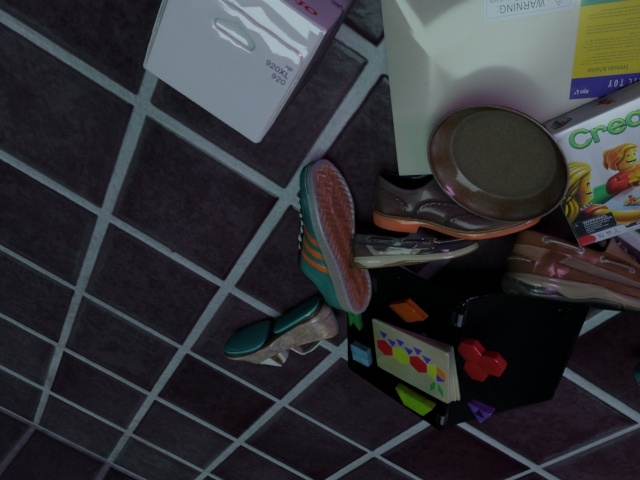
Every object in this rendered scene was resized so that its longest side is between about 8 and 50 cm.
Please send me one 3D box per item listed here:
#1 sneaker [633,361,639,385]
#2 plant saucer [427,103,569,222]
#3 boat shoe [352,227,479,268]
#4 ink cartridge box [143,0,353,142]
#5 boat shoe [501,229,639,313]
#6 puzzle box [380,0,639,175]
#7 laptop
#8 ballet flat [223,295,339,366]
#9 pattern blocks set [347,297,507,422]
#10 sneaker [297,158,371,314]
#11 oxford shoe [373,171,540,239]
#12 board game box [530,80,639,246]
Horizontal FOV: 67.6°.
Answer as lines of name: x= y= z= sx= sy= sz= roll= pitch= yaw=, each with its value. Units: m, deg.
sneaker: x=0.670 y=0.168 z=0.836 sx=0.110 sy=0.107 sz=0.275 roll=43 pitch=120 yaw=1
plant saucer: x=0.248 y=-0.111 z=0.671 sx=0.199 sy=0.036 sz=0.198 roll=30 pitch=150 yaw=19
boat shoe: x=0.166 y=0.002 z=0.845 sx=0.224 sy=0.080 sz=0.073 roll=-9 pitch=95 yaw=2
ink cartridge box: x=-0.079 y=-0.277 z=0.617 sx=0.171 sy=0.232 sz=0.168 roll=32 pitch=128 yaw=-8
boat shoe: x=0.452 y=0.050 z=0.771 sx=0.324 sy=0.120 sz=0.122 roll=9 pitch=174 yaw=-14
puzzle box: x=0.301 y=-0.228 z=0.659 sx=0.409 sy=0.052 sz=0.272 roll=0 pitch=126 yaw=17
laptop: x=0.281 y=0.183 z=1.000 sx=0.408 sy=0.236 sz=0.382 roll=26 pitch=135 yaw=34
ballet flat: x=-0.089 y=0.230 z=1.088 sx=0.316 sy=0.107 sz=0.106 roll=-27 pitch=114 yaw=32
pattern blocks set: x=0.184 y=0.229 z=0.922 sx=0.325 sy=0.026 sz=0.285 roll=27 pitch=136 yaw=33
sneaker: x=0.000 y=0.000 z=0.885 sx=0.121 sy=0.108 sz=0.302 roll=4 pitch=118 yaw=39
oxford shoe: x=0.218 y=-0.066 z=0.782 sx=0.271 sy=0.097 sz=0.098 roll=2 pitch=120 yaw=15
board game box: x=0.461 y=-0.125 z=0.621 sx=0.305 sy=0.053 sz=0.193 roll=-24 pitch=116 yaw=30
